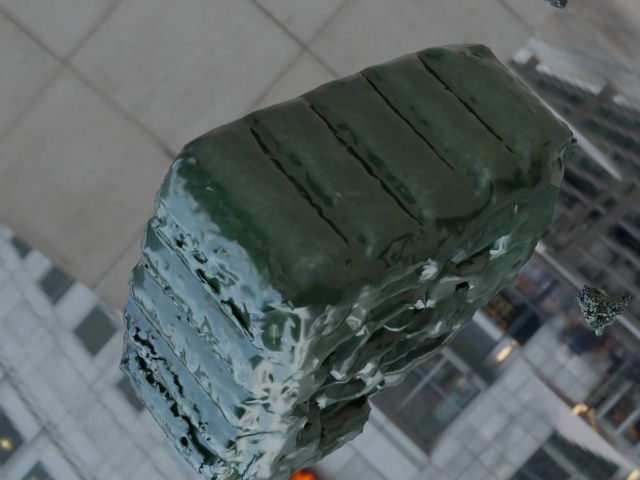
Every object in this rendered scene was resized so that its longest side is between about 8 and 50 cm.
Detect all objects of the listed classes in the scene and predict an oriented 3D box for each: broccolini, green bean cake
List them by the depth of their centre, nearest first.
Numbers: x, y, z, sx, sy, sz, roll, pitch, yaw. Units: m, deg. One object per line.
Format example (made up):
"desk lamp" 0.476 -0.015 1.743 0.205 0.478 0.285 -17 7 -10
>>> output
"green bean cake" 0.021 0.023 0.947 0.169 0.307 0.300 50 147 22
"broccolini" 0.301 0.076 1.369 0.054 0.052 0.194 14 180 9

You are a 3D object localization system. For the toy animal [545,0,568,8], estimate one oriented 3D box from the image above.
"toy animal" 0.246 -0.332 1.344 0.148 0.084 0.233 51 -167 -32
